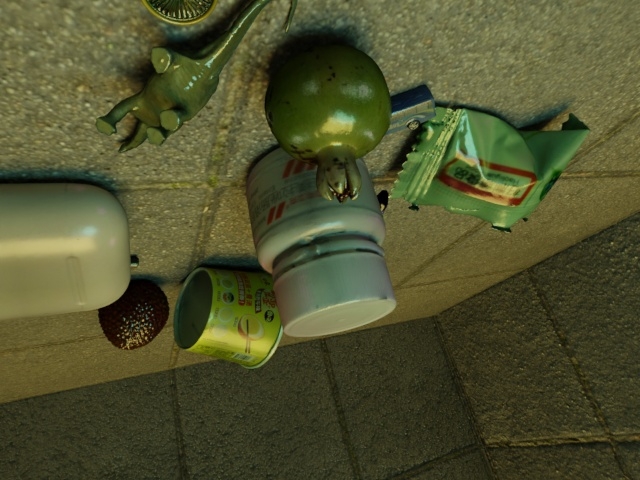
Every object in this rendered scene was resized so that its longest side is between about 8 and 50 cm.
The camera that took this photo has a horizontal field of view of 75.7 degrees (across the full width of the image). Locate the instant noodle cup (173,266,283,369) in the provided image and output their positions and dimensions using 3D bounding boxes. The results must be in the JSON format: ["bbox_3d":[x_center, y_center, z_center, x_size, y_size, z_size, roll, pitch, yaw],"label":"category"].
[{"bbox_3d":[-0.275,0.209,1.205,0.221,0.311,0.311,20,140,-40],"label":"instant noodle cup"}]

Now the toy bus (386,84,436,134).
[{"bbox_3d":[0.125,-0.221,0.730,0.153,0.051,0.061,-18,146,5],"label":"toy bus"}]

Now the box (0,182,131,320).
[{"bbox_3d":[-0.521,0.026,0.712,0.349,0.141,0.289,-4,140,-26],"label":"box"}]

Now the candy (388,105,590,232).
[{"bbox_3d":[0.362,-0.163,0.907,0.398,0.172,0.263,4,131,-14],"label":"candy"}]

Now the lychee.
[{"bbox_3d":[-0.516,0.203,1.142,0.194,0.194,0.194,-14,158,-6],"label":"lychee"}]

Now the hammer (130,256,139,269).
[{"bbox_3d":[-0.560,0.046,0.923,0.287,0.033,0.111,6,150,-44],"label":"hammer"}]

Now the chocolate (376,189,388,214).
[{"bbox_3d":[0.027,-0.041,1.024,0.343,0.126,0.148,-34,-169,34],"label":"chocolate"}]

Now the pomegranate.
[{"bbox_3d":[0.026,-0.169,0.584,0.179,0.210,0.179,-36,171,-6],"label":"pomegranate"}]

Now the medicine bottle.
[{"bbox_3d":[0.000,0.000,0.794,0.256,0.325,0.256,-10,156,-5],"label":"medicine bottle"}]

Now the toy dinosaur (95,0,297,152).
[{"bbox_3d":[-0.182,-0.191,0.522,0.363,0.147,0.076,-31,113,26],"label":"toy dinosaur"}]

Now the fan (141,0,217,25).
[{"bbox_3d":[-0.160,-0.282,0.395,0.082,0.039,0.155,-20,158,13],"label":"fan"}]
